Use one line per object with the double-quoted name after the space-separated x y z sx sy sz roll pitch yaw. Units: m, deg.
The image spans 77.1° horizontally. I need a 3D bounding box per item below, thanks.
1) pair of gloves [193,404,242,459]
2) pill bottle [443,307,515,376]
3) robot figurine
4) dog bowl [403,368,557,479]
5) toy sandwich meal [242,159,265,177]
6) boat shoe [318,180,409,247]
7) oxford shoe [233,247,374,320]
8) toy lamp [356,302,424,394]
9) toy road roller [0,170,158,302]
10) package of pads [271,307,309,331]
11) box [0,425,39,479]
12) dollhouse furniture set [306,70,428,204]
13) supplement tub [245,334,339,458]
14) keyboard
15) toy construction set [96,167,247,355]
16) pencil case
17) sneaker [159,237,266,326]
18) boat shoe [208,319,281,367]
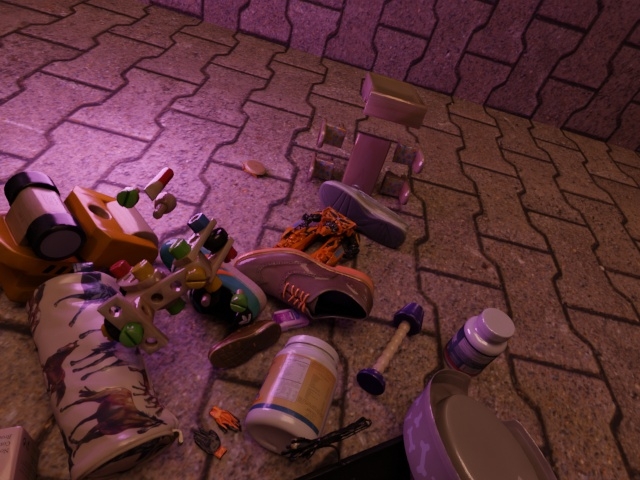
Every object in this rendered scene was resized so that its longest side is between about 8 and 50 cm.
-0.201 0.374 0.786 0.074 0.010 0.083 30 47 10 "pair of gloves"
0.393 0.250 0.994 0.108 0.180 0.107 10 44 -10 "pill bottle"
0.000 0.000 1.179 0.211 0.085 0.291 34 45 14 "robot figurine"
0.304 0.425 0.760 0.349 0.102 0.348 32 27 -19 "dog bowl"
-0.232 -0.249 1.394 0.086 0.029 0.085 19 39 -16 "toy sandwich meal"
0.142 -0.097 1.312 0.321 0.118 0.103 30 38 6 "boat shoe"
-0.046 0.110 0.987 0.364 0.129 0.132 10 25 2 "oxford shoe"
0.186 0.253 0.994 0.080 0.080 0.275 32 45 13 "toy lamp"
-0.576 0.014 0.921 0.202 0.240 0.330 45 12 25 "toy road roller"
-0.075 0.195 0.995 0.084 0.031 0.050 -8 46 -26 "package of pads"
-0.494 0.439 0.537 0.148 0.121 0.311 -3 47 -23 "box"
0.174 -0.306 1.316 0.363 0.393 0.256 14 34 -7 "dollhouse furniture set"
-0.047 0.308 0.809 0.145 0.144 0.199 23 43 4 "supplement tub"
0.031 0.416 0.721 0.318 0.201 0.033 -7 10 -27 "keyboard"
-0.284 0.048 0.718 0.258 0.308 0.237 -7 24 -5 "toy construction set"
-0.405 0.234 0.748 0.184 0.159 0.410 -27 58 -21 "pencil case"
-0.276 0.095 0.951 0.302 0.108 0.121 31 23 11 "sneaker"
-0.175 0.230 0.912 0.178 0.064 0.060 -21 25 -36 "boat shoe"
